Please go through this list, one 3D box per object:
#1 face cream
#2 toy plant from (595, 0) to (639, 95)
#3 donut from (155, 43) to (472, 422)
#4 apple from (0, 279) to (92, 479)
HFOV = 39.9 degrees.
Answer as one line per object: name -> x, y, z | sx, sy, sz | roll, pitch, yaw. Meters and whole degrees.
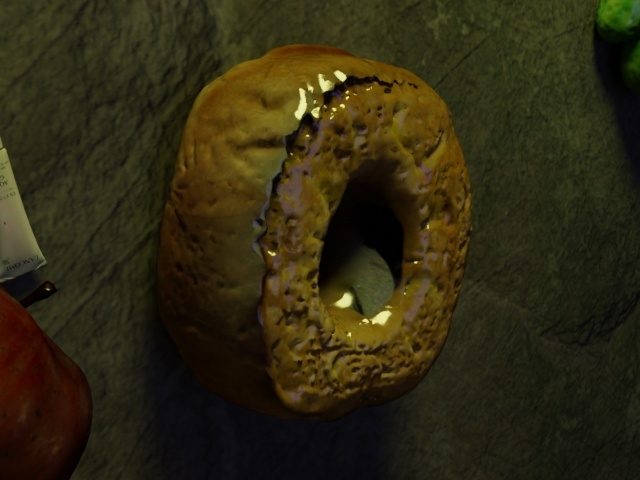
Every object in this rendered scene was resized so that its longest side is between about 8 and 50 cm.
face cream -> -0.229, -0.026, 0.633 | 0.038, 0.020, 0.115 | -26, 118, -35
toy plant -> 0.485, -0.312, 1.106 | 0.316, 0.184, 0.224 | -47, 123, -3
donut -> 0.000, 0.000, 0.751 | 0.299, 0.150, 0.317 | -40, 123, -24
apple -> -0.251, 0.095, 0.513 | 0.234, 0.234, 0.234 | -10, 106, -39
